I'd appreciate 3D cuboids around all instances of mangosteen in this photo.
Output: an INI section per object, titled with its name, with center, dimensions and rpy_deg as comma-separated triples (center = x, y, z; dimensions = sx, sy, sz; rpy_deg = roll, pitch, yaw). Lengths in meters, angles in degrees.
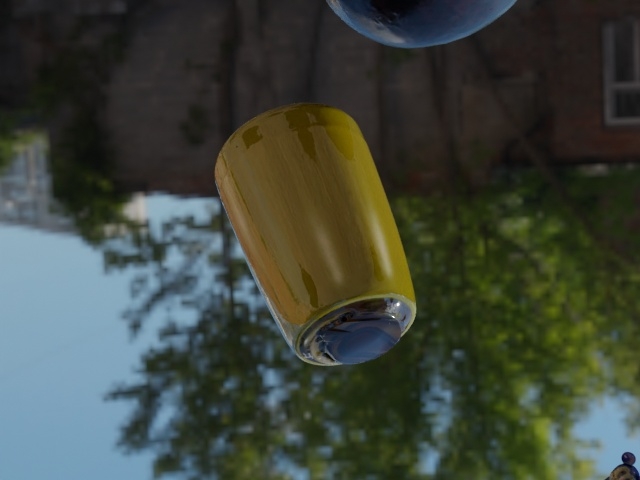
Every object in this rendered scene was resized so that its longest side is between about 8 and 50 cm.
[mangosteen]
center = 0.103, -0.388, 1.864
dimensions = 0.307, 0.307, 0.347
rpy_deg = 5, 157, 48

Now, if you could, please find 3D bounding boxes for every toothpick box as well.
[toothpick box]
center = 0.000, 0.000, 1.761
dimensions = 0.175, 0.271, 0.175
rpy_deg = -15, 148, -10

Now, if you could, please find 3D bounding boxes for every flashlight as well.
[flashlight]
center = 0.392, 0.340, 2.215
dimensions = 0.121, 0.057, 0.035
rpy_deg = -40, 162, 30
